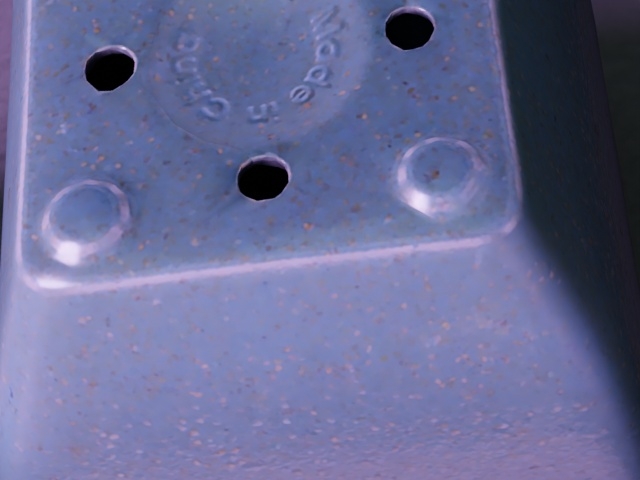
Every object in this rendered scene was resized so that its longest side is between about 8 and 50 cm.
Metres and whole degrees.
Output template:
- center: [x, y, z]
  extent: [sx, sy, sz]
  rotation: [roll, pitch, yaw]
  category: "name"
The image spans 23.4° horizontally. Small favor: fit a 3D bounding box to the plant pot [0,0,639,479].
- center: [0.000, 0.000, 0.563]
  extent: [0.247, 0.252, 0.248]
  rotation: [-6, 62, 5]
  category: "plant pot"
